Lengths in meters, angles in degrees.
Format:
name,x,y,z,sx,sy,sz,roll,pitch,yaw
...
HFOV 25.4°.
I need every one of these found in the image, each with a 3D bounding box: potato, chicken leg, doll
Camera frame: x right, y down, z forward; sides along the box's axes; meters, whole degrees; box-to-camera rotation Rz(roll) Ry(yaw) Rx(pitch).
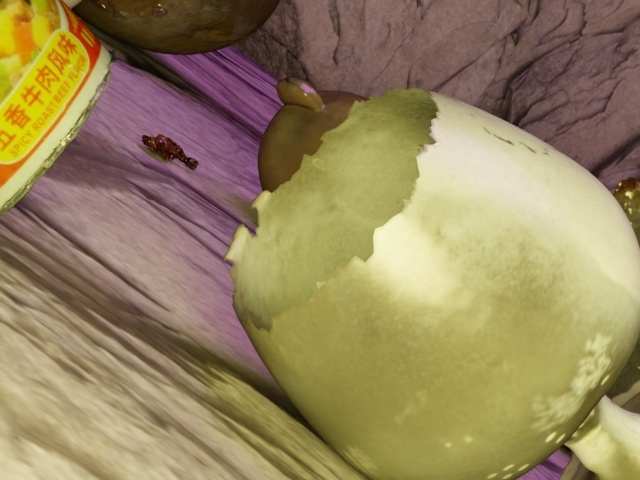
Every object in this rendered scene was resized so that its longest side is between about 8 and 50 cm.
name,x,y,z,sx,sy,sz,roll,pitch,yaw
potato,-0.201,-0.441,2.012,0.442,0.385,0.319,7,40,-53
chicken leg,-0.152,-0.091,1.407,0.036,0.021,0.083,28,-1,26
doll,0.068,-0.018,1.426,0.330,0.174,0.235,42,-21,24

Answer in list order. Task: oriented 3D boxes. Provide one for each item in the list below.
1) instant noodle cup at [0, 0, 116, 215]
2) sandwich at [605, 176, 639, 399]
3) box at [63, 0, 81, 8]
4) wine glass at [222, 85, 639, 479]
name,x,y,z,sx,sy,sz,roll,pitch,yaw
instant noodle cup,-0.224,-0.118,0.727,0.212,0.193,0.193,41,5,-22
sandwich,0.356,0.133,1.356,0.325,0.262,0.131,40,14,30
box,-0.365,-0.369,1.343,0.288,0.141,0.349,27,-23,51
wine glass,0.113,0.066,0.863,0.323,0.238,0.238,42,5,-21
